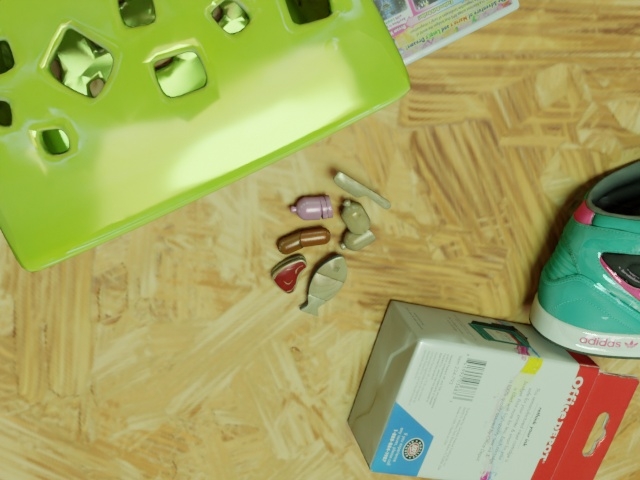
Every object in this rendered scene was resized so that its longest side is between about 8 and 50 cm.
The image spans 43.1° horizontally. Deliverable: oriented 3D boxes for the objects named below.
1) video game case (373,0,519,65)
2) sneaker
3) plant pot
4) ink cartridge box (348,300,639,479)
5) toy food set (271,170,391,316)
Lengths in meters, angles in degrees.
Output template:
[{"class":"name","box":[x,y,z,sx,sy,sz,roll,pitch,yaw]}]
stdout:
[{"class":"video game case","box":[0.060,-0.208,0.608,0.157,0.019,0.143,-28,116,-5]},{"class":"sneaker","box":[0.342,0.005,0.713,0.295,0.124,0.178,0,119,-9]},{"class":"plant pot","box":[-0.109,-0.143,0.478,0.227,0.228,0.207,-27,108,-4]},{"class":"ink cartridge box","box":[0.158,0.147,0.742,0.231,0.078,0.134,12,108,-20]},{"class":"toy food set","box":[0.000,0.000,0.675,0.078,0.019,0.122,30,108,-23]}]
